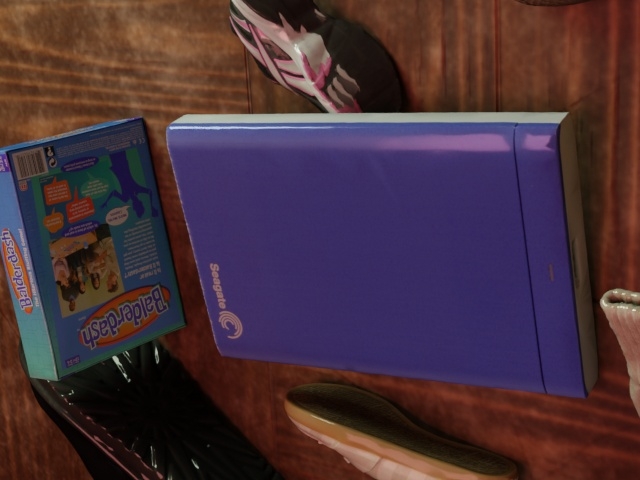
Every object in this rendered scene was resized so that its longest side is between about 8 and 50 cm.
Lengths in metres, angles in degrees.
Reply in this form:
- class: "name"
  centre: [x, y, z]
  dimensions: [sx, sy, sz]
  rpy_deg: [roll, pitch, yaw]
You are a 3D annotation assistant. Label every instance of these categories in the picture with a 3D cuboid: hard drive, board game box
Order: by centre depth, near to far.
- class: "hard drive"
  centre: [0.042, 0.007, 0.907]
  dimensions: [0.319, 0.040, 0.210]
  rpy_deg: [3, 117, 30]
- class: "board game box"
  centre: [-0.215, 0.004, 1.105]
  dimensions: [0.047, 0.160, 0.210]
  rpy_deg: [-1, 104, 42]

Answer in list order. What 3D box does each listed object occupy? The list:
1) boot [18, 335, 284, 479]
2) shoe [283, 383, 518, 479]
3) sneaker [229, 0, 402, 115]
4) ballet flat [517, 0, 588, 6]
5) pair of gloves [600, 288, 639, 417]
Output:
- class: "boot"
  centre: [-0.204, 0.255, 1.203]
  dimensions: [0.348, 0.131, 0.260]
  rpy_deg: [44, 129, 20]
- class: "shoe"
  centre: [0.057, 0.178, 0.986]
  dimensions: [0.219, 0.077, 0.058]
  rpy_deg: [20, 112, 33]
- class: "sneaker"
  centre: [-0.007, -0.143, 0.949]
  dimensions: [0.178, 0.072, 0.077]
  rpy_deg: [52, 154, 12]
- class: "ballet flat"
  centre: [0.199, -0.185, 0.746]
  dimensions: [0.250, 0.058, 0.084]
  rpy_deg: [11, 111, 38]
- class: "pair of gloves"
  centre: [0.290, 0.126, 0.718]
  dimensions: [0.240, 0.042, 0.204]
  rpy_deg: [20, 155, 39]
